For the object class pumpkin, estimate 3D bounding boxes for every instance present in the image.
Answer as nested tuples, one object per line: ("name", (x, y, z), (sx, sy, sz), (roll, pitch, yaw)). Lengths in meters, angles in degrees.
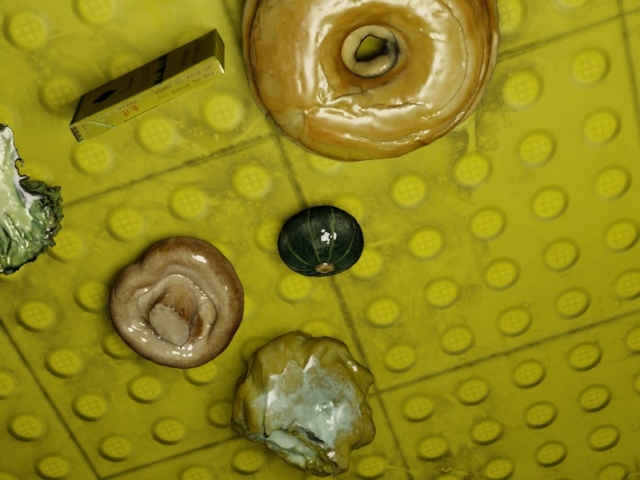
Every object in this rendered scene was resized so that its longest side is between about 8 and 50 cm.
("pumpkin", (0.000, 0.003, 1.799), (0.167, 0.167, 0.125), (-7, 77, -1))

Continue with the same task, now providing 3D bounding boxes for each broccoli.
("broccoli", (-0.589, -0.082, 1.686), (0.243, 0.180, 0.272), (-3, 102, -19))

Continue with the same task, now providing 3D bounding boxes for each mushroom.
("mushroom", (-0.282, 0.122, 1.836), (0.278, 0.146, 0.278), (2, 114, 3))

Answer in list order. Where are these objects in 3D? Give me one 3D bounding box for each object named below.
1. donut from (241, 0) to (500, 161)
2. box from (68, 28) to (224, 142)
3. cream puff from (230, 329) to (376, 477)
("donut", (0.087, -0.331, 1.581), (0.449, 0.198, 0.448), (-2, 117, -4))
("box", (-0.293, -0.267, 1.603), (0.279, 0.153, 0.041), (-25, 119, 8))
("cream puff", (-0.044, 0.320, 1.943), (0.323, 0.270, 0.274), (37, 76, -24))
